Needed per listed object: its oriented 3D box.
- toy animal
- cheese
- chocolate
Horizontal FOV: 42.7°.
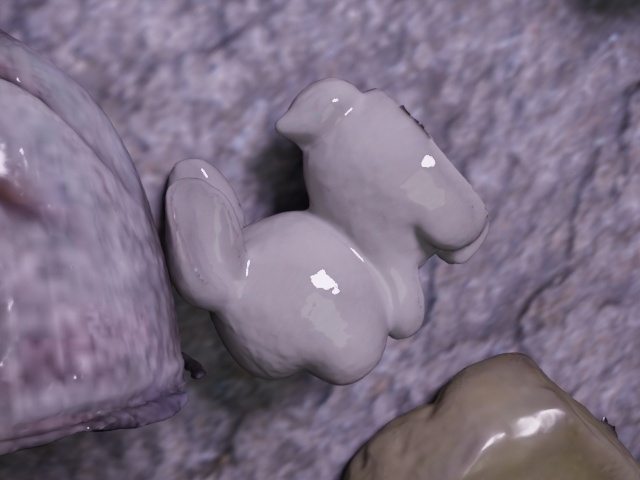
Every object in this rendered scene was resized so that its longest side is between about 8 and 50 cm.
[{"bbox_3d":[0.000,-0.008,0.531,0.193,0.127,0.179,-34,113,0],"label":"toy animal"},{"bbox_3d":[0.155,0.255,0.682,0.317,0.115,0.327,1,111,-16],"label":"cheese"},{"bbox_3d":[-0.212,-0.013,0.399,0.303,0.303,0.213,-6,90,-14],"label":"chocolate"}]
